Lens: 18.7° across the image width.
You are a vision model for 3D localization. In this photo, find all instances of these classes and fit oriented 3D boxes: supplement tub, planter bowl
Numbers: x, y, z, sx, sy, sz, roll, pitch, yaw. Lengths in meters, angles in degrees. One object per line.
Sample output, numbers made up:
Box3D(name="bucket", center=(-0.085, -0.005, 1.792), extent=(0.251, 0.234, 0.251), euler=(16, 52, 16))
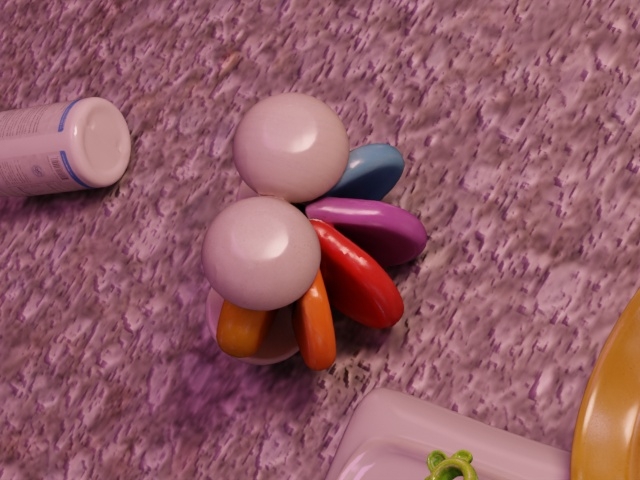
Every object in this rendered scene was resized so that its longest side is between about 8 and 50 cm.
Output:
Box3D(name="supplement tub", center=(-0.207, -0.072, 1.511), extent=(0.107, 0.071, 0.071), euler=(-4, 62, 35))
Box3D(name="planter bowl", center=(0.236, 0.094, 1.045), extent=(0.217, 0.090, 0.217), euler=(-48, 26, 33))

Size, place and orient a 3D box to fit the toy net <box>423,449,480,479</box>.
Box3D(name="toy net", center=(0.115, 0.214, 1.058), extent=(0.122, 0.045, 0.232), euler=(-51, 48, -3))

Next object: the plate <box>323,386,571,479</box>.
Box3D(name="plate", center=(0.065, 0.233, 1.142), extent=(0.277, 0.045, 0.278), euler=(16, 74, 41))

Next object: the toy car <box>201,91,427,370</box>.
Box3D(name="toy car", center=(0.000, 0.000, 1.281), extent=(0.136, 0.159, 0.182), euler=(13, 68, 4))
